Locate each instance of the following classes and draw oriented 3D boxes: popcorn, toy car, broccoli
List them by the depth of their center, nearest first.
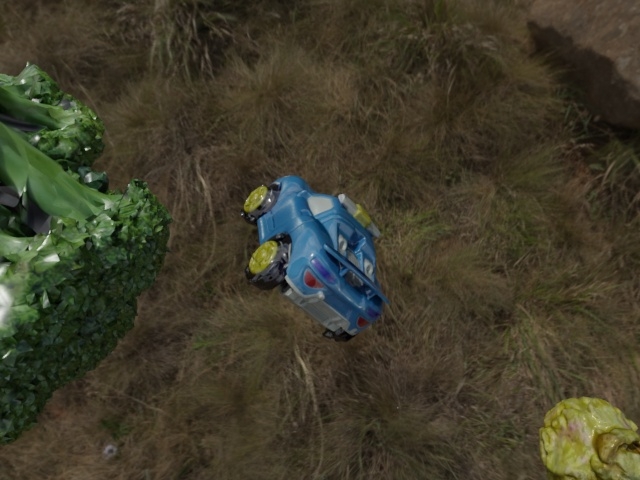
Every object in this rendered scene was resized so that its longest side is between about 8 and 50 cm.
[{"bbox_3d":[-0.309,0.003,0.411,0.321,0.310,0.413,43,40,-10],"label":"broccoli"},{"bbox_3d":[0.000,0.000,0.778,0.166,0.198,0.314,-38,31,14],"label":"toy car"},{"bbox_3d":[0.597,0.462,1.084,0.212,0.259,0.259,18,71,-26],"label":"popcorn"}]
